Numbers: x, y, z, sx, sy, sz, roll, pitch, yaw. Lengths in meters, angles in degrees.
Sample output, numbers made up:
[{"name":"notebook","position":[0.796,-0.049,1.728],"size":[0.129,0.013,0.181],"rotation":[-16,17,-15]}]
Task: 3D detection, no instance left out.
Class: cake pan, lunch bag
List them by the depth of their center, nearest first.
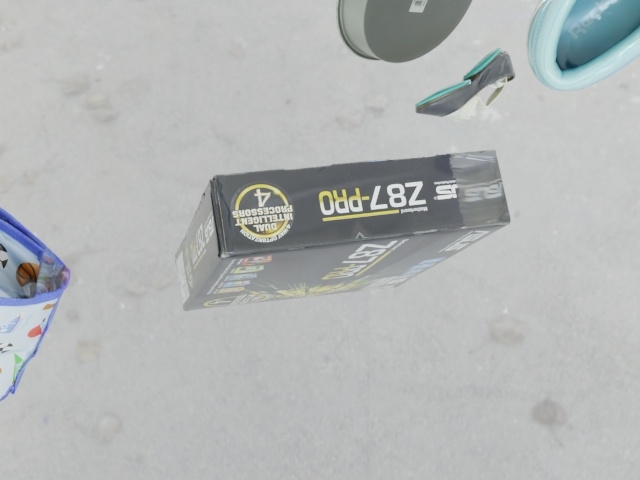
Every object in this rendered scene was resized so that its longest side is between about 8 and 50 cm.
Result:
[{"name":"lunch bag","position":[-0.608,0.093,1.359],"size":[0.385,0.328,0.239],"rotation":[19,40,-22]},{"name":"cake pan","position":[0.159,-0.426,1.536],"size":[0.293,0.293,0.054],"rotation":[-28,53,-20]}]

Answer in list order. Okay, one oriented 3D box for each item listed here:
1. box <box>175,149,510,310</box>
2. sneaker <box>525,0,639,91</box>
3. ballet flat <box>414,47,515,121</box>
[{"name":"box","position":[0.000,0.000,1.100],"size":[0.318,0.395,0.097],"rotation":[-8,79,-17]},{"name":"sneaker","position":[0.328,-0.273,0.815],"size":[0.135,0.366,0.150],"rotation":[32,31,-5]},{"name":"ballet flat","position":[0.235,-0.230,1.412],"size":[0.203,0.074,0.074],"rotation":[-37,54,-27]}]
